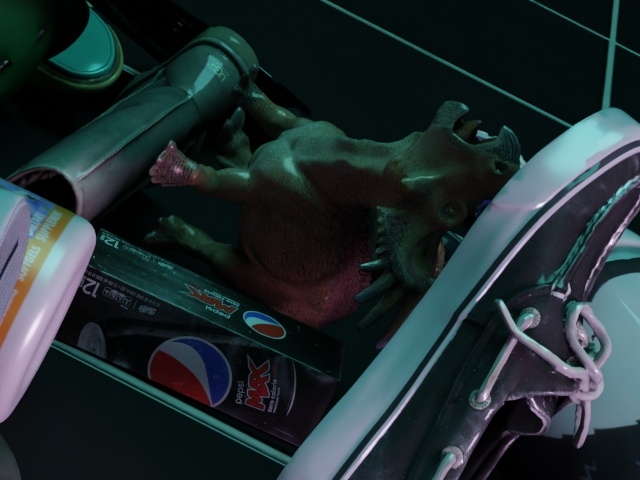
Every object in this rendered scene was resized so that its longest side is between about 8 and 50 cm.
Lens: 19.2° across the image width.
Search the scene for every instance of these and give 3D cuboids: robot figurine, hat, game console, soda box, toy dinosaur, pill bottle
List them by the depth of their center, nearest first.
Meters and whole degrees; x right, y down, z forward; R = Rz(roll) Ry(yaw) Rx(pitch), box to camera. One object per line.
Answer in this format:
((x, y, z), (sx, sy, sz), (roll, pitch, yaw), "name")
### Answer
((-0.237, 0.000, 0.988), (0.216, 0.121, 0.121), (26, 21, -3), "pill bottle")
((0.183, 0.108, 1.136), (0.209, 0.173, 0.278), (3, 39, -39), "robot figurine")
((-0.072, 0.059, 1.139), (0.169, 0.053, 0.060), (25, 22, -5), "soda box")
((0.000, 0.000, 1.201), (0.200, 0.127, 0.295), (35, -23, 4), "toy dinosaur")
((-0.245, -0.075, 1.258), (0.208, 0.173, 0.183), (9, 62, -39), "hat")
((-0.020, -0.081, 1.472), (0.361, 0.044, 0.213), (41, 6, 23), "game console")

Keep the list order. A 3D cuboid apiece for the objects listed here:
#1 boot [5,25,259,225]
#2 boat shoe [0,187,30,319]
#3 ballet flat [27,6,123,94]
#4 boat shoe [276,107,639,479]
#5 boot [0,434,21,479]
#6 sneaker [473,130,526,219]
((-0.143, -0.043, 1.236), (0.076, 0.189, 0.208), (40, 48, -3), "boot")
((-0.193, 0.051, 0.842), (0.076, 0.083, 0.226), (9, 31, 3), "boat shoe")
((-0.219, -0.164, 1.456), (0.080, 0.073, 0.232), (-17, 47, -27), "ballet flat")
((0.102, 0.065, 1.026), (0.105, 0.306, 0.113), (35, -18, 23), "boat shoe")
((-0.236, 0.069, 0.915), (0.137, 0.077, 0.198), (7, 42, -52), "boot")
((0.150, -0.036, 1.612), (0.071, 0.068, 0.170), (-8, 41, -48), "sneaker")
